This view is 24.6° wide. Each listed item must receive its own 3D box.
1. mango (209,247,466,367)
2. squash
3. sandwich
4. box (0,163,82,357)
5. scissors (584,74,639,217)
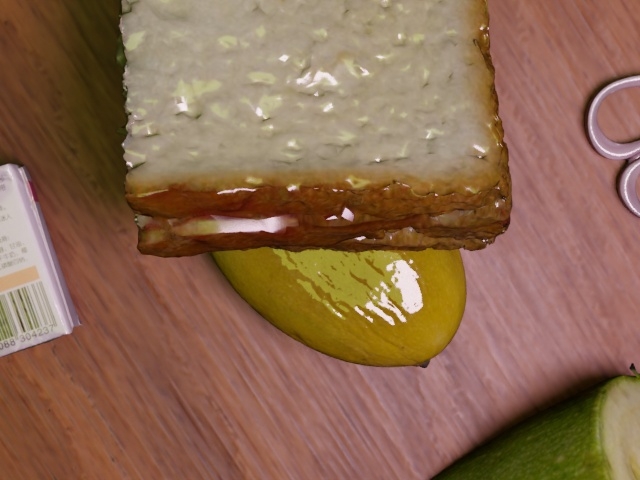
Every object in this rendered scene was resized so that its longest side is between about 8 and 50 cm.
[{"bbox_3d":[-0.001,0.007,1.094,0.237,0.091,0.137,25,85,3],"label":"mango"},{"bbox_3d":[0.136,0.217,1.135,0.111,0.203,0.288,49,125,-4],"label":"squash"},{"bbox_3d":[-0.013,-0.150,1.027,0.262,0.131,0.325,-3,73,-5],"label":"sandwich"},{"bbox_3d":[-0.293,0.036,1.086,0.199,0.081,0.135,-18,92,-4],"label":"box"},{"bbox_3d":[0.325,-0.113,1.130,0.242,0.030,0.118,-31,93,3],"label":"scissors"}]
